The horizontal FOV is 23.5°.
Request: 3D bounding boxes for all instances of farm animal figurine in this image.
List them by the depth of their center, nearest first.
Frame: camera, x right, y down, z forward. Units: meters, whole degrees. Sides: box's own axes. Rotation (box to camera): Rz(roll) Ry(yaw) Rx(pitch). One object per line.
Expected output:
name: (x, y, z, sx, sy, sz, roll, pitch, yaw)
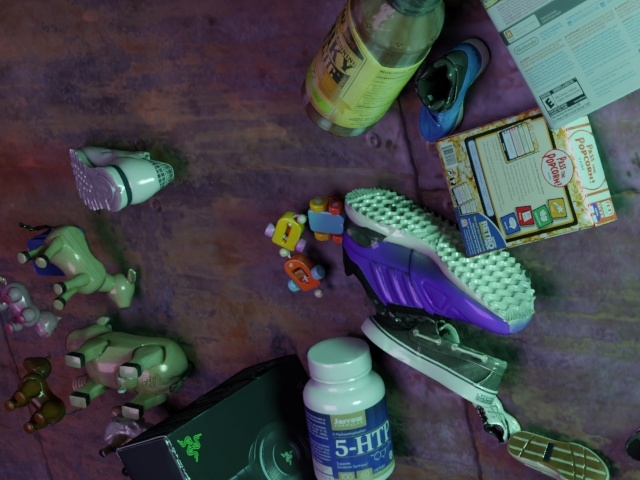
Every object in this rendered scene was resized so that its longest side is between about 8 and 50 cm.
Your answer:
farm animal figurine: (-0.336, 0.156, 2.366, 0.327, 0.172, 0.330, 25, 120, 17)

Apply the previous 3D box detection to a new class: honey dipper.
honey dipper: (-0.344, 0.224, 2.501, 0.161, 0.030, 0.030, -16, 100, 43)

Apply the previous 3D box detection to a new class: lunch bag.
lunch bag: (-0.419, 0.018, 2.430, 0.098, 0.065, 0.067, -3, 109, 44)

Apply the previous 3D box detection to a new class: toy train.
toy train: (0.000, 0.000, 2.037, 0.125, 0.046, 0.166, 45, 132, -14)

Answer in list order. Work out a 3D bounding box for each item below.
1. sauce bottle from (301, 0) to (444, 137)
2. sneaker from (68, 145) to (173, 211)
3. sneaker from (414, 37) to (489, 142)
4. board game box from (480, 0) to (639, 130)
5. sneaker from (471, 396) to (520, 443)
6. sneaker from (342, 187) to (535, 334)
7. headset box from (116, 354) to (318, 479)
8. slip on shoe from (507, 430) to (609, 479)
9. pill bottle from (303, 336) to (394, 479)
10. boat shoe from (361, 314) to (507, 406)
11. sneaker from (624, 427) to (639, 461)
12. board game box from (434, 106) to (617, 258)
sauce bottle: (0.072, -0.235, 1.729, 0.111, 0.111, 0.344, 52, 152, 9)
sneaker: (-0.295, -0.096, 2.242, 0.235, 0.095, 0.090, 25, 135, 58)
sneaker: (0.134, -0.163, 1.784, 0.058, 0.085, 0.152, 46, 136, 15)
board game box: (0.264, -0.295, 1.579, 0.224, 0.097, 0.303, -26, 94, 47)
sneaker: (0.215, 0.222, 1.951, 0.083, 0.037, 0.032, 43, 137, 20)
sneaker: (0.136, 0.059, 1.886, 0.293, 0.102, 0.146, 35, 126, 36)
headset box: (-0.113, 0.333, 2.146, 0.131, 0.283, 0.246, -21, 95, 48)
slip on shoe: (0.296, 0.274, 1.902, 0.135, 0.051, 0.041, 15, 161, 29)
pill bottle: (0.035, 0.231, 2.073, 0.112, 0.112, 0.186, 11, 119, 40)
boat shoe: (0.146, 0.134, 1.953, 0.219, 0.078, 0.070, 28, 96, 38)
sneaker: (0.395, 0.243, 1.775, 0.119, 0.057, 0.047, -9, 107, 47)
board game box: (0.230, -0.070, 1.753, 0.193, 0.045, 0.146, -15, 90, 47)
